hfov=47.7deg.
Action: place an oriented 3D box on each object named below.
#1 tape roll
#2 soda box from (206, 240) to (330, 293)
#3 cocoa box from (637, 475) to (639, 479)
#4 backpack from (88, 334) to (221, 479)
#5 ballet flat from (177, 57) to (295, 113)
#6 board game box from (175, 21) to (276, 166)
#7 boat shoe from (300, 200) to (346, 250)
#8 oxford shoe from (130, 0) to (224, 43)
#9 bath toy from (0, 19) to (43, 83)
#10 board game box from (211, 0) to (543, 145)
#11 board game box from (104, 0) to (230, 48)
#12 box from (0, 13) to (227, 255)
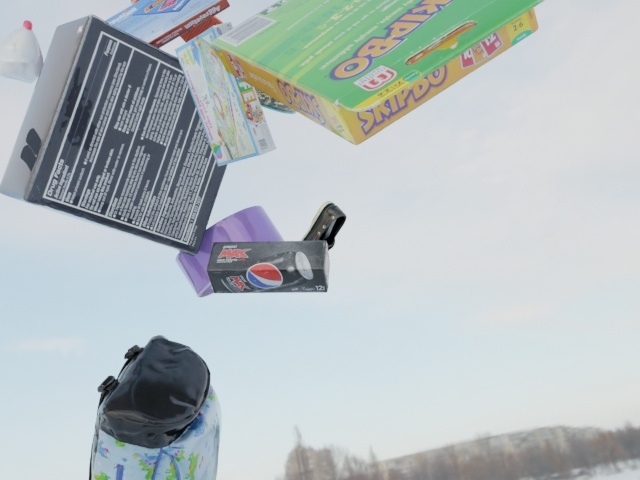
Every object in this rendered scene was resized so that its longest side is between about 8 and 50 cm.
[{"bbox_3d":[-0.163,0.021,1.320,0.189,0.080,0.189,-33,-7,-5],"label":"tape roll"},{"bbox_3d":[-0.073,0.038,1.037,0.169,0.060,0.053,-2,-44,8],"label":"soda box"},{"bbox_3d":[0.416,0.335,0.658,0.228,0.231,0.347,22,8,14],"label":"cocoa box"},{"bbox_3d":[-0.300,0.403,1.314,0.274,0.290,0.355,25,-72,-3],"label":"backpack"},{"bbox_3d":[-0.210,-0.462,2.072,0.483,0.164,0.182,-6,-52,-44],"label":"ballet flat"},{"bbox_3d":[-0.116,-0.171,0.870,0.026,0.154,0.103,-27,13,-34],"label":"board game box"},{"bbox_3d":[-0.001,0.000,1.195,0.049,0.042,0.133,-2,-52,-50],"label":"boat shoe"},{"bbox_3d":[-0.324,-0.537,1.726,0.271,0.098,0.097,19,-56,-41],"label":"oxford shoe"},{"bbox_3d":[-0.536,-0.381,1.606,0.348,0.128,0.151,11,0,-40],"label":"bath toy"},{"bbox_3d":[0.022,-0.130,0.465,0.124,0.259,0.039,-34,-61,-8],"label":"board game box"},{"bbox_3d":[-0.336,-0.455,1.489,0.281,0.145,0.027,-31,-34,-2],"label":"board game box"},{"bbox_3d":[-0.319,-0.164,1.189,0.294,0.296,0.183,22,-5,-38],"label":"box"}]
